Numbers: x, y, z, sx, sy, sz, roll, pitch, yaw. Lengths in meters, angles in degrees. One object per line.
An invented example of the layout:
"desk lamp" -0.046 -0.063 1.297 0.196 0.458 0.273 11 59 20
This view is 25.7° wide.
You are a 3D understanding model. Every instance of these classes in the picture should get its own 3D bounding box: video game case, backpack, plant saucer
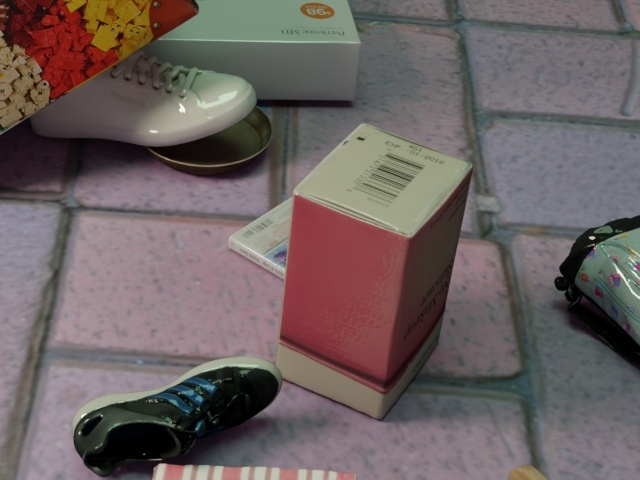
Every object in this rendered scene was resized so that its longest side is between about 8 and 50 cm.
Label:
"video game case" 0.000 0.000 1.580 0.143 0.019 0.157 30 42 27
"backpack" 0.359 0.055 1.480 0.152 0.115 0.182 -14 44 -28
"plant saucer" -0.143 -0.129 1.719 0.168 0.029 0.168 4 38 -3

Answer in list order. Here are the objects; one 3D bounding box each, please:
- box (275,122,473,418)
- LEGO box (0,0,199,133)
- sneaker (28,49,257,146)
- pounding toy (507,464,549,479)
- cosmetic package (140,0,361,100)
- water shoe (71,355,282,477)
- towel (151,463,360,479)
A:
"box" 0.050 0.030 1.371 0.126 0.232 0.148 22 40 19
"LEGO box" -0.405 -0.350 1.686 0.372 0.193 0.500 -31 39 0
"sneaker" -0.223 -0.186 1.660 0.290 0.123 0.106 -1 38 12
"pounding toy" 0.227 0.288 1.148 0.155 0.154 0.269 -15 23 -25
"cosmetic package" -0.152 -0.296 1.877 0.377 0.097 0.284 0 38 -9
"water shoe" -0.125 0.170 1.296 0.203 0.073 0.080 -16 32 -12
"towel" -0.059 0.260 1.230 0.197 0.029 0.144 3 37 1
